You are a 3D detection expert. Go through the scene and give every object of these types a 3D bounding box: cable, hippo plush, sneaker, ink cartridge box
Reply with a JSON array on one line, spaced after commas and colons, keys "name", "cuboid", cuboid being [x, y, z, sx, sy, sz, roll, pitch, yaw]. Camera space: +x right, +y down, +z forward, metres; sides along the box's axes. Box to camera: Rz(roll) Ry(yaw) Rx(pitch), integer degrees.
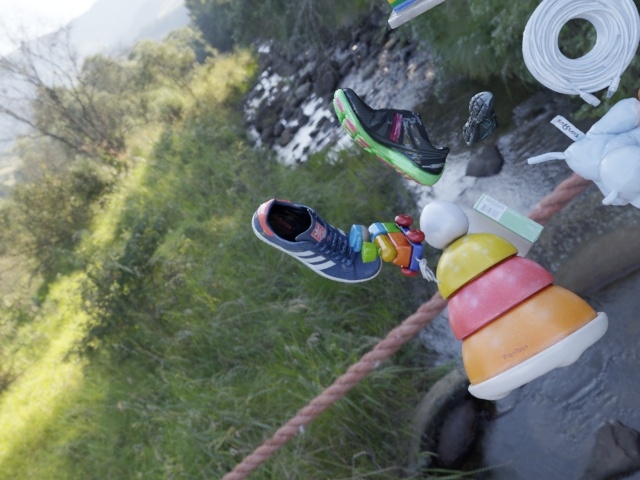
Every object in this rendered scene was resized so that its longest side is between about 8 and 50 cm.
[{"name": "cable", "cuboid": [0.617, -0.480, 1.358, 0.089, 0.257, 0.257, -59, -6, -71]}, {"name": "hippo plush", "cuboid": [0.676, -0.190, 1.252, 0.236, 0.294, 0.234, -88, 24, -71]}, {"name": "sneaker", "cuboid": [0.000, 0.000, 1.411, 0.148, 0.350, 0.131, 130, 160, -69]}, {"name": "ink cartridge box", "cuboid": [0.484, -0.021, 1.522, 0.056, 0.171, 0.235, -54, -19, -8]}, {"name": "sneaker", "cuboid": [0.248, -0.386, 2.007, 0.202, 0.483, 0.185, -56, 18, 1]}, {"name": "sneaker", "cuboid": [0.603, -0.456, 2.106, 0.106, 0.101, 0.267, -14, -25, -7]}]

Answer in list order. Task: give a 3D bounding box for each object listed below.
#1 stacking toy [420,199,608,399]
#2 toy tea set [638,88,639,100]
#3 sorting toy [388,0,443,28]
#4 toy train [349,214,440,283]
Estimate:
[{"name": "stacking toy", "cuboid": [0.402, 0.097, 1.366, 0.351, 0.479, 0.350, -27, -16, -8]}, {"name": "toy tea set", "cuboid": [0.896, -0.343, 1.273, 0.336, 0.199, 0.124, -18, -12, -8]}, {"name": "sorting toy", "cuboid": [0.305, -0.732, 1.571, 0.256, 0.089, 0.257, -19, 34, 34]}, {"name": "toy train", "cuboid": [0.156, 0.029, 1.259, 0.248, 0.144, 0.105, -111, 23, -63]}]
